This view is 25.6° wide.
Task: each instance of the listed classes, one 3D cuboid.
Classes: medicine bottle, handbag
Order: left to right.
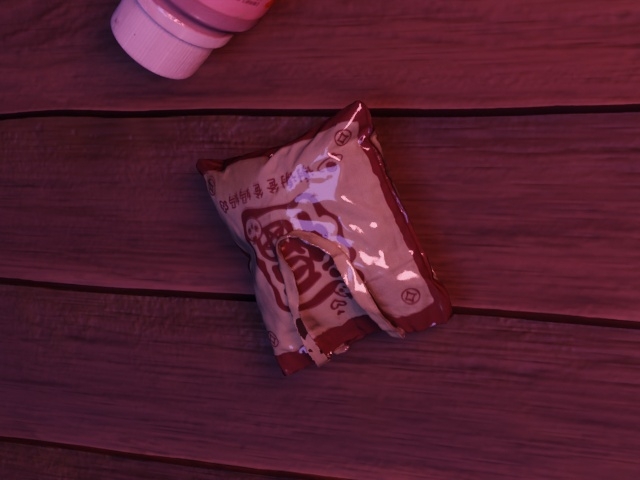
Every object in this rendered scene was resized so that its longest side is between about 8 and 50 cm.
[{"bbox_3d":[-0.096,-0.273,1.336,0.147,0.147,0.247,48,122,11],"label":"medicine bottle"},{"bbox_3d":[0.000,0.000,1.364,0.213,0.127,0.235,-19,95,31],"label":"handbag"}]
